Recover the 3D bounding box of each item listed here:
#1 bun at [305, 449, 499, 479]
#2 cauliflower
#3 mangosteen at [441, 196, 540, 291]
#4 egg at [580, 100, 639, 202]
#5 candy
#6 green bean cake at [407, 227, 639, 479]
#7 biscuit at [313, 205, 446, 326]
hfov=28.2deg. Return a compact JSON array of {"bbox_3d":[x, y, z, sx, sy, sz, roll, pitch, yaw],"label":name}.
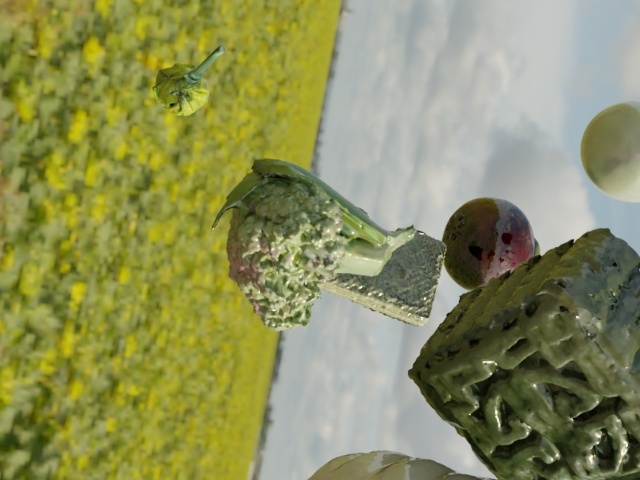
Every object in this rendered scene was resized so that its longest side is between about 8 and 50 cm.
[{"bbox_3d":[0.103,0.278,1.173,0.175,0.263,0.263,-47,159,-39],"label":"bun"},{"bbox_3d":[0.000,0.000,1.790,0.256,0.315,0.239,122,-25,-64],"label":"cauliflower"},{"bbox_3d":[0.304,0.019,2.202,0.200,0.199,0.200,-169,-90,-89],"label":"mangosteen"},{"bbox_3d":[0.466,-0.132,1.896,0.209,0.151,0.151,-86,-173,-80],"label":"egg"},{"bbox_3d":[-0.130,-0.175,1.328,0.194,0.062,0.058,157,-54,-69],"label":"candy"},{"bbox_3d":[0.236,0.141,1.168,0.241,0.255,0.132,-31,-170,46],"label":"green bean cake"},{"bbox_3d":[0.069,0.024,1.946,0.046,0.250,0.147,129,-18,-63],"label":"biscuit"}]
